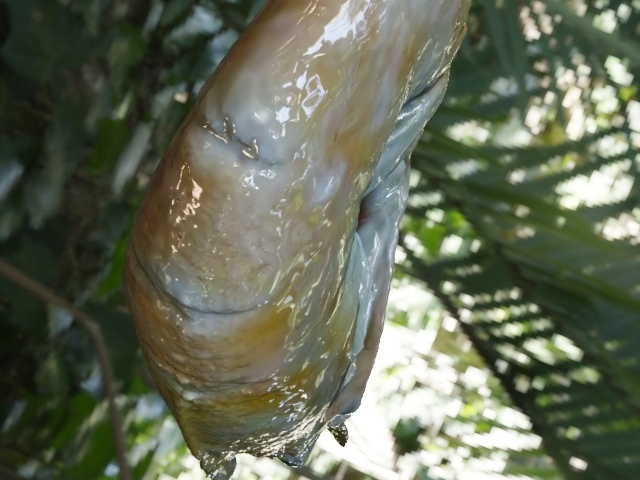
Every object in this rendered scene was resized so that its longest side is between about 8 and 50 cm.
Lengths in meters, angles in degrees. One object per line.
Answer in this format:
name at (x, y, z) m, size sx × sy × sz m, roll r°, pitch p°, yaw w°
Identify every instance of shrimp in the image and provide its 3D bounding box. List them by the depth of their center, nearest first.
shrimp at (0.000, 0.000, 0.519) m, size 0.168 × 0.077 × 0.317 m, roll -51°, pitch 167°, yaw -21°
